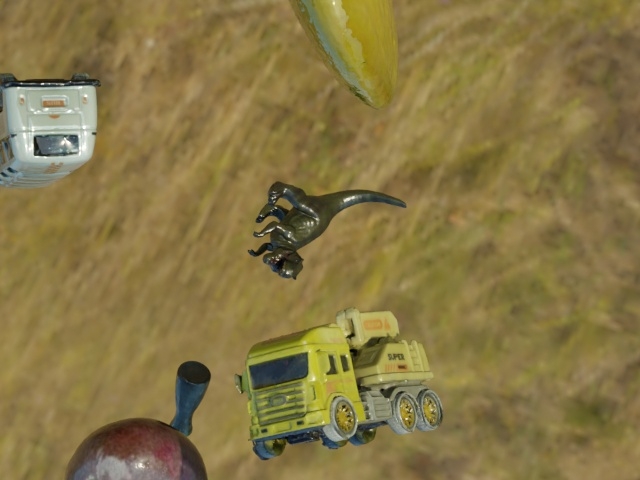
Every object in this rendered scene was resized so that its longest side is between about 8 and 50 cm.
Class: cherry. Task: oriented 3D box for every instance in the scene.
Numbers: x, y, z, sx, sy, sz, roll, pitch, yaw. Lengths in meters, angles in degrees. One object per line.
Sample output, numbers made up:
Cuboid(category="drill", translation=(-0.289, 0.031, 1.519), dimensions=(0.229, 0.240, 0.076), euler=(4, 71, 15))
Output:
Cuboid(category="cherry", translation=(-0.220, 0.278, 2.060), dimensions=(0.176, 0.140, 0.176), euler=(-10, 133, -10))

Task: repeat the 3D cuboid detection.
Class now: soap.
Cuboid(category="soap", translation=(-0.003, -0.345, 1.943), dimensions=(0.115, 0.427, 0.306), euler=(-17, 159, 4))

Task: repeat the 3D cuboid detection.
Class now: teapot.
Cuboid(category="teapot", translation=(-0.167, 0.202, 2.224), dimensions=(0.043, 0.043, 0.110), euler=(21, 131, 5))

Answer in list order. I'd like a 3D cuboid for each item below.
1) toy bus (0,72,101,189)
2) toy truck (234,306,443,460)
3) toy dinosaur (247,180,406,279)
Cuboid(category="toy bus", translation=(-0.254, -0.092, 1.556), dimensions=(0.087, 0.089, 0.194), euler=(-3, 175, -23))
Cuboid(category="toy truck", translation=(0.025, 0.157, 2.035), dimensions=(0.124, 0.157, 0.272), euler=(-17, 169, 33))
Cuboid(category="toy dinosaur", translation=(0.000, 0.000, 2.346), dimensions=(0.179, 0.187, 0.087), euler=(23, 148, -3))
